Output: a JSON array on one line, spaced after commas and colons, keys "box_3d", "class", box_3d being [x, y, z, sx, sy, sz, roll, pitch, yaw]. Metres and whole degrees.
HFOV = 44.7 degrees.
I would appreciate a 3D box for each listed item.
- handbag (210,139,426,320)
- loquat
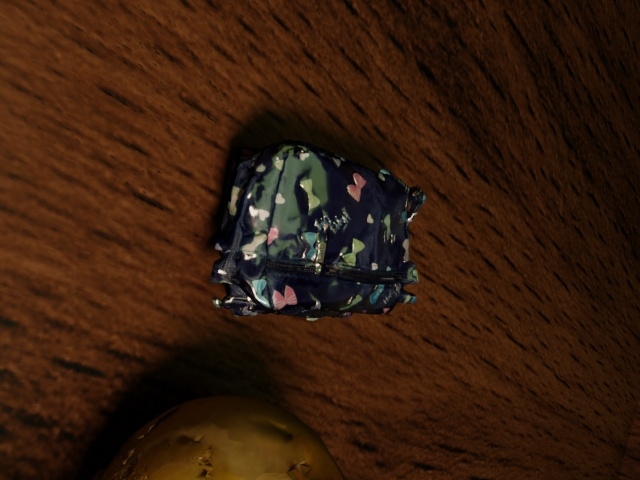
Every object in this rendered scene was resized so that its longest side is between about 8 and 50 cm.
[{"box_3d": [0.000, 0.000, 0.763, 0.260, 0.113, 0.162, 8, 86, -50], "class": "handbag"}, {"box_3d": [-0.081, 0.244, 0.630, 0.235, 0.235, 0.235, -16, 111, -48], "class": "loquat"}]
